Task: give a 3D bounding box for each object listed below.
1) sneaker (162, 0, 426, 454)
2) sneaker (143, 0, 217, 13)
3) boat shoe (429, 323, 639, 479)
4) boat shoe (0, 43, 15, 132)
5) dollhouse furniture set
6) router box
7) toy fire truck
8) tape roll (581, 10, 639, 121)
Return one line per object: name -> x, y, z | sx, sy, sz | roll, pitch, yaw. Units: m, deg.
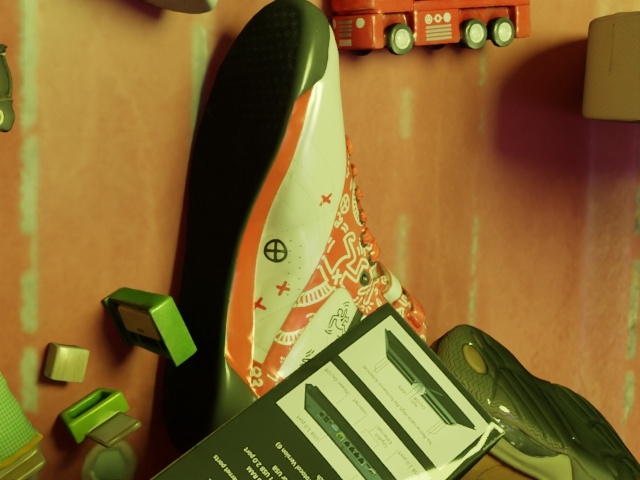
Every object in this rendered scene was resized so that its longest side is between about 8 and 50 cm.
sneaker -> -0.001, 0.000, 0.735 | 0.145, 0.090, 0.270 | 8, 95, -37
sneaker -> -0.121, -0.243, 0.582 | 0.296, 0.104, 0.147 | 37, 69, -55
boat shoe -> 0.144, 0.169, 0.860 | 0.120, 0.122, 0.324 | -42, 130, 14
boat shoe -> -0.244, -0.057, 0.553 | 0.227, 0.081, 0.069 | -21, 104, -35
dollhouse furniture set -> -0.144, 0.084, 0.660 | 0.151, 0.058, 0.076 | -34, 114, -28
router box -> -0.065, 0.183, 0.594 | 0.243, 0.309, 0.081 | -35, 75, -28
toy fire truck -> 0.090, -0.193, 0.798 | 0.192, 0.047, 0.135 | -10, 102, -34
tape roll -> 0.368, -0.102, 0.803 | 0.392, 0.392, 0.072 | -2, 98, -36
